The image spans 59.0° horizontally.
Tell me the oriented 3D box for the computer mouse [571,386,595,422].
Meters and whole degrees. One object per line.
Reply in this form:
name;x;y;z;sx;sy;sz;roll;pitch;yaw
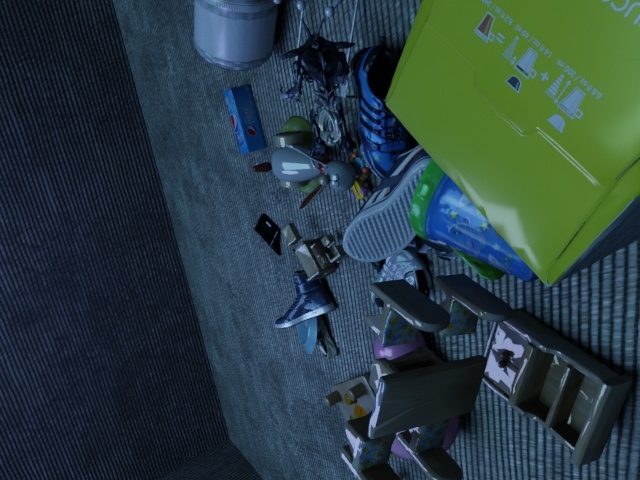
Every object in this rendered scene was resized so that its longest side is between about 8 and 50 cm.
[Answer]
computer mouse;0.461;0.267;1.088;0.242;0.041;0.071;44;131;51

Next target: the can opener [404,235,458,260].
can opener;0.212;-0.017;1.263;0.093;0.074;0.280;41;164;-32

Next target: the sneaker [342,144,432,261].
sneaker;0.168;-0.079;1.181;0.126;0.127;0.321;34;132;-14

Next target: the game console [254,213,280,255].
game console;-0.178;-0.021;2.047;0.122;0.071;0.107;43;113;39

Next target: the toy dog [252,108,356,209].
toy dog;-0.061;-0.191;1.469;0.333;0.161;0.220;-9;100;65

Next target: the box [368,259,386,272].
box;0.158;0.026;1.425;0.052;0.062;0.083;44;144;41

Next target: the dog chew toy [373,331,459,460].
dog chew toy;0.221;0.365;1.415;0.206;0.206;0.332;-21;82;62

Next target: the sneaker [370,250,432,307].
sneaker;0.203;0.120;1.391;0.132;0.086;0.229;48;145;30

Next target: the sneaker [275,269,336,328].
sneaker;-0.075;0.188;1.851;0.226;0.086;0.163;-26;87;24

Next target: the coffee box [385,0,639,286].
coffee box;0.335;-0.216;0.652;0.338;0.334;0.338;55;149;25

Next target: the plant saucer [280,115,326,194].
plant saucer;-0.063;-0.243;1.663;0.241;0.037;0.241;39;139;43

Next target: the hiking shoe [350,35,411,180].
hiking shoe;0.131;-0.259;1.191;0.132;0.113;0.304;-139;32;-78

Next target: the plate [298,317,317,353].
plate;-0.049;0.296;1.946;0.188;0.024;0.188;-178;90;-73

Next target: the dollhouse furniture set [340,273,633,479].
dollhouse furniture set;0.276;0.270;0.971;0.256;0.394;0.362;40;128;53

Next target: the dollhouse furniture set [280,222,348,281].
dollhouse furniture set;0.000;0.000;1.697;0.161;0.101;0.182;-39;72;35

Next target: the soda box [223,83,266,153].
soda box;-0.246;-0.394;1.846;0.067;0.071;0.210;5;113;59

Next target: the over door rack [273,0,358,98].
over door rack;-0.006;-0.502;1.308;0.239;0.108;0.324;38;140;46

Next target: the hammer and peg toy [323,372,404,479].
hammer and peg toy;0.169;0.590;1.727;0.361;0.127;0.266;63;150;11

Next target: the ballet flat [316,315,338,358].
ballet flat;0.004;0.321;1.912;0.168;0.052;0.057;63;153;12

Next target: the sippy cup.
sippy cup;0.309;-0.054;0.956;0.224;0.305;0.240;38;99;29

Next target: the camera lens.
camera lens;-0.223;-0.611;1.497;0.219;0.219;0.274;53;148;28

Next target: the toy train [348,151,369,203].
toy train;0.124;-0.140;1.396;0.125;0.046;0.166;28;135;50

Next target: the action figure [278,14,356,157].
action figure;-0.004;-0.321;1.195;0.141;0.164;0.276;-143;41;-68
